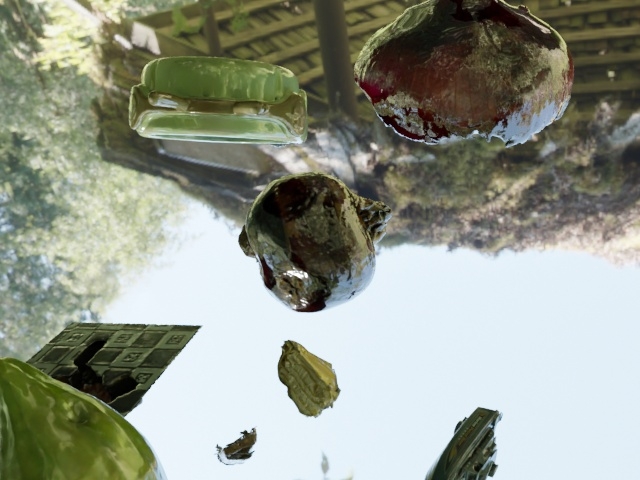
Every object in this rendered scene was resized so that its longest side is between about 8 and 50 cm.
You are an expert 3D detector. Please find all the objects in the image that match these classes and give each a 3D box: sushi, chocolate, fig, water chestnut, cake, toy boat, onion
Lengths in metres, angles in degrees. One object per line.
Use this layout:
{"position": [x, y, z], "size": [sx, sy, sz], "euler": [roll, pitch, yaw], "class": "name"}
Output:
{"position": [-0.446, 0.282, 1.207], "size": [0.343, 0.064, 0.359], "euler": [-2, -154, 20], "class": "sushi"}
{"position": [-0.201, 0.513, 1.526], "size": [0.103, 0.329, 0.065], "euler": [-17, -109, -17], "class": "chocolate"}
{"position": [-0.222, 0.224, 0.589], "size": [0.167, 0.233, 0.167], "euler": [0, 180, 0], "class": "fig"}
{"position": [0.000, 0.000, 0.985], "size": [0.238, 0.223, 0.223], "euler": [-19, -149, -16], "class": "water chestnut"}
{"position": [-0.006, 0.243, 1.040], "size": [0.079, 0.116, 0.185], "euler": [-55, -142, -3], "class": "cake"}
{"position": [0.319, 0.486, 1.367], "size": [0.122, 0.114, 0.296], "euler": [17, -149, 30], "class": "toy boat"}
{"position": [0.178, -0.232, 0.771], "size": [0.272, 0.195, 0.272], "euler": [4, -150, -2], "class": "onion"}

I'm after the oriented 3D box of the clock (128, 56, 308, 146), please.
{"position": [-0.129, -0.178, 0.819], "size": [0.235, 0.096, 0.308], "euler": [3, -173, -4], "class": "clock"}
